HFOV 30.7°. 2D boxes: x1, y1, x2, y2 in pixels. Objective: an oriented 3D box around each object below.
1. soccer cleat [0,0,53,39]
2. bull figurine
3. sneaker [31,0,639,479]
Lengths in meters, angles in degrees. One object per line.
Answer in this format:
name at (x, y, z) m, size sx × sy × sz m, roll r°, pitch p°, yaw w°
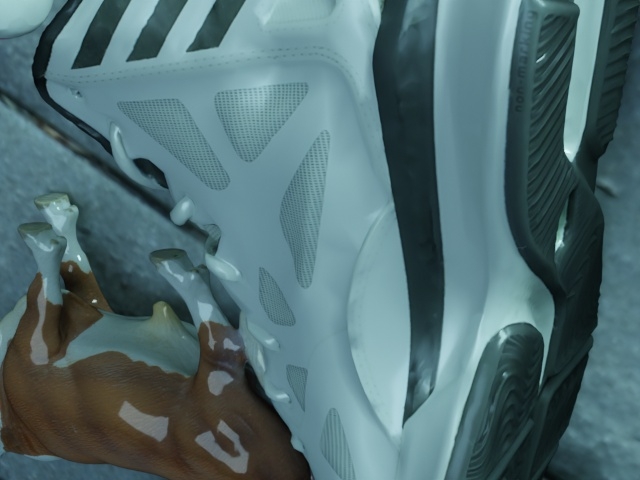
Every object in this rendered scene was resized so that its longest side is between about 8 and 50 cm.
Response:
soccer cleat at (-0.220, -0.271, 0.616) m, size 0.143 × 0.116 × 0.331 m, roll -20°, pitch 102°, yaw 36°
bull figurine at (-0.131, 0.078, 0.746) m, size 0.310 × 0.101 × 0.189 m, roll 7°, pitch 110°, yaw 22°
sneaker at (0.001, -0.001, 0.596) m, size 0.257 × 0.169 × 0.448 m, roll 20°, pitch 126°, yaw 25°
